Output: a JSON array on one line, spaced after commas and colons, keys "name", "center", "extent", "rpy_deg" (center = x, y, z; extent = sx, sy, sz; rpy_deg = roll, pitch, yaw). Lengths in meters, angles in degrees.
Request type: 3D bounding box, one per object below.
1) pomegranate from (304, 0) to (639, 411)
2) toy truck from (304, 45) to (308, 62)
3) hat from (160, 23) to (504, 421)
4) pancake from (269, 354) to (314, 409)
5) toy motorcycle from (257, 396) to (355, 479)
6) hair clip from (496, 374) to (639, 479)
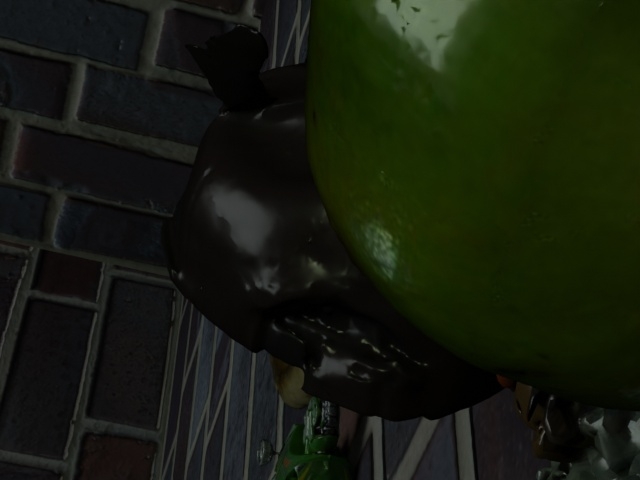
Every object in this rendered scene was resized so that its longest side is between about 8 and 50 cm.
[{"name": "pomegranate", "center": [0.118, -0.037, 0.434], "extent": [0.302, 0.235, 0.236], "rpy_deg": [-116, 38, -56]}, {"name": "toy truck", "center": [0.051, -0.219, 1.287], "extent": [0.155, 0.124, 0.268], "rpy_deg": [114, 165, -69]}, {"name": "hat", "center": [0.038, -0.055, 0.858], "extent": [0.336, 0.238, 0.209], "rpy_deg": [-75, -2, -73]}, {"name": "pancake", "center": [0.002, 0.001, 1.463], "extent": [0.356, 0.065, 0.356], "rpy_deg": [-170, 90, -78]}, {"name": "toy motorcycle", "center": [-0.012, 0.217, 1.273], "extent": [0.190, 0.074, 0.106], "rpy_deg": [112, 158, -43]}, {"name": "hair clip", "center": [0.117, 0.085, 0.596], "extent": [0.138, 0.091, 0.321], "rpy_deg": [116, 165, -63]}]
